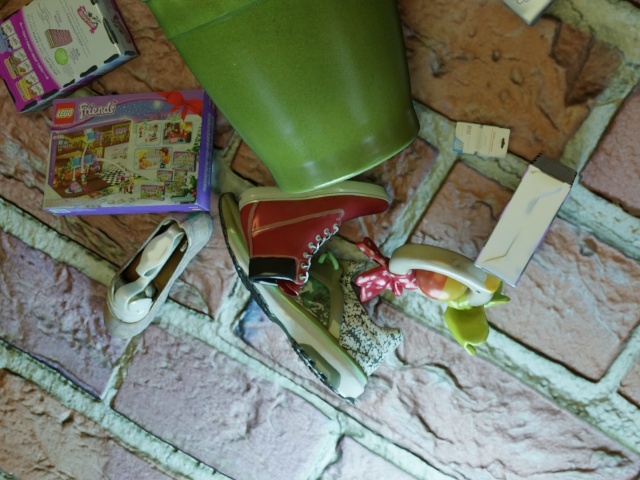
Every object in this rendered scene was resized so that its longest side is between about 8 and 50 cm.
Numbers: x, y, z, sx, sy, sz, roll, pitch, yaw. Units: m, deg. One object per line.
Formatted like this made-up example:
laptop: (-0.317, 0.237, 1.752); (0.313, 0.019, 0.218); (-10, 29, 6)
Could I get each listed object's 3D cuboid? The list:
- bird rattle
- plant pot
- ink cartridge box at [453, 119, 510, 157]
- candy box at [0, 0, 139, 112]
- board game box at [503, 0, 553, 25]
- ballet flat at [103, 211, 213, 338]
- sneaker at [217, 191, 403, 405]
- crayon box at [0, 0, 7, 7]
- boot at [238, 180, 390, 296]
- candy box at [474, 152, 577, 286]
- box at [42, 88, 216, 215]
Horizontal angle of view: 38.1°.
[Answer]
bird rattle: (0.176, 0.050, 1.430); (0.254, 0.207, 0.143); (31, 69, 1)
plant pot: (-0.023, -0.272, 1.371); (0.367, 0.366, 0.352); (-20, 106, 20)
ink cartridge box: (0.254, -0.159, 1.454); (0.083, 0.028, 0.048); (11, 104, 15)
candy box: (-0.453, -0.342, 1.613); (0.234, 0.071, 0.159); (-23, 93, 21)
board game box: (0.300, -0.537, 1.342); (0.318, 0.066, 0.318); (43, 110, 5)
ballet flat: (-0.310, 0.060, 1.633); (0.108, 0.106, 0.316); (38, 110, 5)
sneaker: (-0.016, 0.069, 1.556); (0.182, 0.158, 0.410); (-37, 87, -11)
crayon box: (-0.619, -0.511, 1.623); (0.323, 0.083, 0.203); (-37, 89, 20)
boot: (0.000, 0.000, 1.474); (0.244, 0.088, 0.176); (-6, 71, -10)
candy box: (0.307, -0.036, 1.374); (0.070, 0.196, 0.164); (29, 107, 10)
box: (-0.326, -0.148, 1.586); (0.293, 0.057, 0.200); (-1, 79, 18)
